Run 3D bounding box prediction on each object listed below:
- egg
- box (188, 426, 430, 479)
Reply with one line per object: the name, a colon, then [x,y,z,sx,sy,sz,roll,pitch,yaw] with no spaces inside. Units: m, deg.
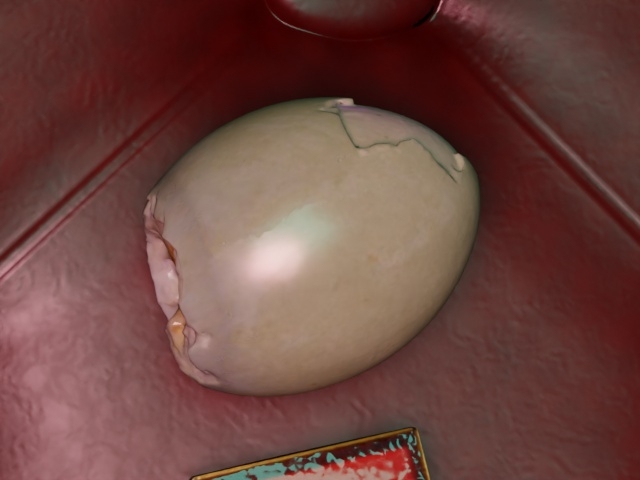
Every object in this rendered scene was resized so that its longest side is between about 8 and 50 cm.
egg: [0.000,0.000,1.239,0.217,0.183,0.183,-15,81,-13]
box: [0.013,0.252,1.246,0.153,0.074,0.240,-12,80,-7]
